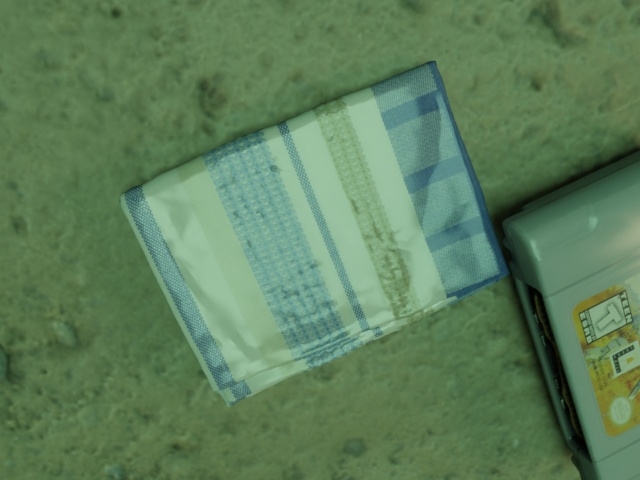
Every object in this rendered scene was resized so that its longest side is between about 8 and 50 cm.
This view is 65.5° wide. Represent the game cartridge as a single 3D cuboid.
[{"bbox_3d":[0.291,0.074,0.443,0.198,0.062,0.297,-24,107,0],"label":"game cartridge"}]

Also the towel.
[{"bbox_3d":[0.000,0.000,0.423,0.284,0.034,0.209,-24,103,0],"label":"towel"}]
